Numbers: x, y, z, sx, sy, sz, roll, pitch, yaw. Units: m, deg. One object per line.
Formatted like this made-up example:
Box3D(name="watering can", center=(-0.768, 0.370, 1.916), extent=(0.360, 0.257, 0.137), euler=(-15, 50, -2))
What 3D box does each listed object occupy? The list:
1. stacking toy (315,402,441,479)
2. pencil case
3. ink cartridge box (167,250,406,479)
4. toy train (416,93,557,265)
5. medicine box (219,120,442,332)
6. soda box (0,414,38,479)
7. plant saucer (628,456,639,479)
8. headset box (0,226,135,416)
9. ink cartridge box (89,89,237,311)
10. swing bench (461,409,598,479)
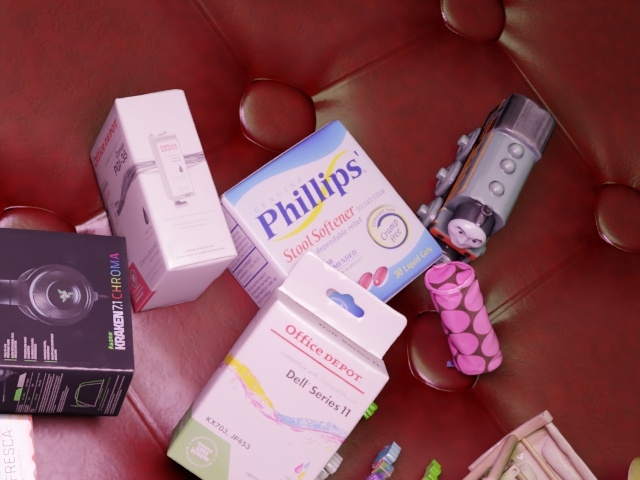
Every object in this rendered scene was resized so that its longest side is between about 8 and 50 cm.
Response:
Box3D(name="stacking toy", center=(0.091, 0.363, 1.858), extent=(0.167, 0.052, 0.221), euler=(46, 34, -2))
Box3D(name="pencil case", center=(0.231, 0.125, 1.949), extent=(0.095, 0.209, 0.098), euler=(-19, 37, 1))
Box3D(name="ink cartridge box", center=(-0.042, 0.215, 1.753), extent=(0.207, 0.119, 0.353), euler=(35, 95, -5))
Box3D(name="toy train", center=(0.288, -0.104, 2.069), extent=(0.142, 0.190, 0.334), euler=(34, 61, -5))
Box3D(name="medicine box", center=(0.000, 0.000, 1.938), extent=(0.263, 0.149, 0.289), euler=(-37, 87, -29))
Box3D(name="soda box", center=(-0.439, 0.313, 1.690), extent=(0.063, 0.058, 0.183), euler=(-2, 70, -23))
Box3D(name="plant saucer", center=(0.576, 0.472, 1.964), extent=(0.241, 0.037, 0.241), euler=(38, 41, -43))
Box3D(name="headset box", center=(-0.423, 0.113, 1.701), extent=(0.283, 0.131, 0.246), euler=(5, 50, -19))
Box3D(name="ink cartridge box", center=(-0.249, -0.059, 1.830), extent=(0.117, 0.207, 0.283), euler=(-12, 74, -27))
Box3D(name="swing bench", center=(0.338, 0.450, 1.876), extent=(0.253, 0.165, 0.255), euler=(52, 36, 5))
